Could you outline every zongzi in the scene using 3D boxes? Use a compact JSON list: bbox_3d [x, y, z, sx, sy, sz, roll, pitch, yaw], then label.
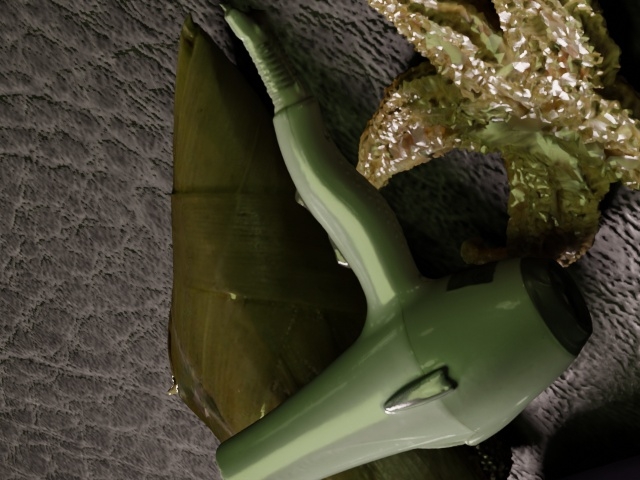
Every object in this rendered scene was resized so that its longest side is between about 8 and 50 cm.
[{"bbox_3d":[-0.005,0.039,0.883,0.274,0.145,0.300,40,146,42],"label":"zongzi"}]

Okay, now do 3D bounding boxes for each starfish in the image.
[{"bbox_3d":[0.092,-0.082,0.736,0.299,0.060,0.302,15,145,45],"label":"starfish"}]

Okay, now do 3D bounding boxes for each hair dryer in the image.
[{"bbox_3d":[-0.012,0.034,0.794,0.267,0.092,0.229,42,111,5],"label":"hair dryer"}]

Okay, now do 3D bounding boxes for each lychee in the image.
[{"bbox_3d":[0.096,0.151,0.998,0.083,0.068,0.067,24,-177,26],"label":"lychee"}]

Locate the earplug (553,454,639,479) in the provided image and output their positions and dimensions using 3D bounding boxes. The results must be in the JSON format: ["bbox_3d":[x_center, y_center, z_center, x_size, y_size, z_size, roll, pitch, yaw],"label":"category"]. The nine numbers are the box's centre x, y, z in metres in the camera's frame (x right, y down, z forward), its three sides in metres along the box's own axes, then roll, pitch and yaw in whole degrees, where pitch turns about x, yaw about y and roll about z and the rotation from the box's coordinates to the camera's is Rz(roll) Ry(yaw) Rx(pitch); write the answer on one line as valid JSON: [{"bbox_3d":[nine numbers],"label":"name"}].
[{"bbox_3d":[0.206,0.218,0.818,0.215,0.215,0.456,49,151,-6],"label":"earplug"}]
